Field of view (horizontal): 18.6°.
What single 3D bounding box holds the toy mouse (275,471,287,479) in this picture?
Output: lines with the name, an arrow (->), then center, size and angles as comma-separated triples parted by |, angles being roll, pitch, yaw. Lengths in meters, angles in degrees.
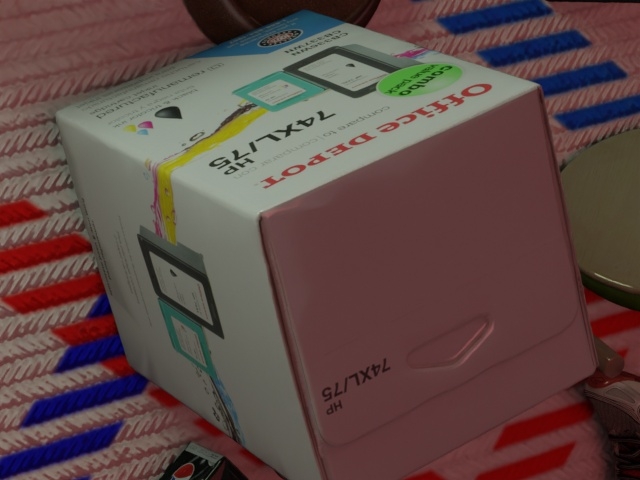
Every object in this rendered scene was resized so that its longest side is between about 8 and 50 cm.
toy mouse -> -0.001, 0.112, 1.364 | 0.143, 0.031, 0.161 | 43, 76, -26

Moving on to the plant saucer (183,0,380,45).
plant saucer -> -0.019, -0.199, 1.320 | 0.168, 0.029, 0.168 | -3, 97, -27

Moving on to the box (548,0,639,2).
box -> 0.231, -0.247, 1.373 | 0.156, 0.158, 0.093 | -42, 113, -17

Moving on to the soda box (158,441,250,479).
soda box -> -0.040, 0.214, 1.339 | 0.053, 0.060, 0.169 | -50, 115, -15

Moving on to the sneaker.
sneaker -> 0.262, 0.188, 1.482 | 0.093, 0.088, 0.225 | -41, 113, -16

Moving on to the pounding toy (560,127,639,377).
pounding toy -> 0.240, 0.026, 1.426 | 0.237, 0.183, 0.110 | -32, 136, -21

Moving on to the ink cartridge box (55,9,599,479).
ink cartridge box -> 0.000, 0.000, 1.200 | 0.198, 0.270, 0.197 | -25, 117, -24
